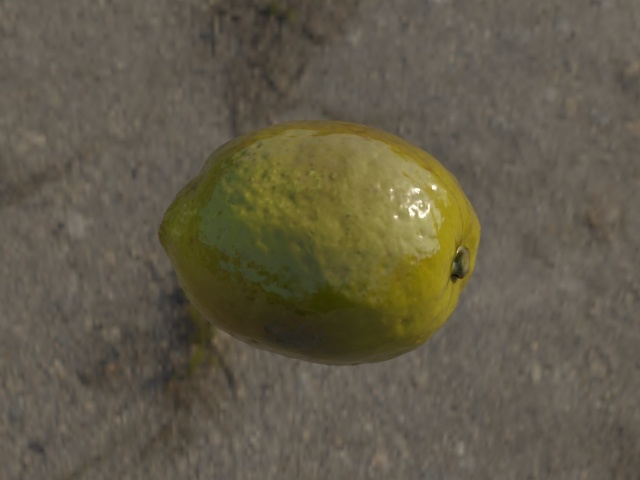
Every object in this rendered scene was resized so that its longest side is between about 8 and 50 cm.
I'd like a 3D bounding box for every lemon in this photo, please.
[{"bbox_3d":[0.000,0.000,1.251,0.207,0.170,0.170,9,54,3],"label":"lemon"}]
